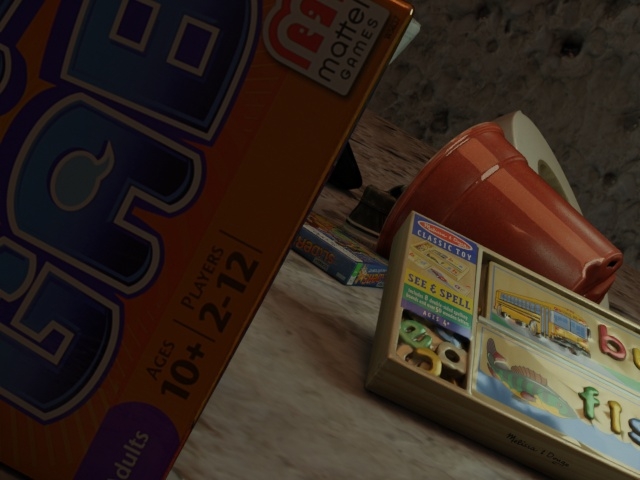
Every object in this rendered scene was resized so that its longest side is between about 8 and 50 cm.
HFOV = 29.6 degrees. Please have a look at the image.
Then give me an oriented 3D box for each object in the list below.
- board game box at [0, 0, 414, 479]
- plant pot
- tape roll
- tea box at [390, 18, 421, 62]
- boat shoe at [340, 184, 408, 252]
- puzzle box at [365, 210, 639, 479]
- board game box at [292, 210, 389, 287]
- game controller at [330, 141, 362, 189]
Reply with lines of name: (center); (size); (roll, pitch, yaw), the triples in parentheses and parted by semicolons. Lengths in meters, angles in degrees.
board game box: (-0.172, -0.089, 0.857); (0.357, 0.356, 0.356); (28, 12, -2)
plant pot: (0.267, 0.017, 1.733); (0.265, 0.272, 0.272); (42, 16, 22)
tape roll: (0.379, -0.029, 2.042); (0.392, 0.072, 0.392); (50, 28, -38)
tea box: (-0.081, -0.331, 1.857); (0.329, 0.323, 0.220); (47, 12, 6)
boat shoe: (0.144, -0.029, 1.940); (0.121, 0.119, 0.335); (32, 12, 19)
puzzle box: (0.254, 0.144, 1.335); (0.409, 0.052, 0.272); (26, 35, -8)
board game box: (0.000, 0.000, 1.690); (0.201, 0.035, 0.136); (34, 13, 29)
game controller: (-0.028, -0.212, 2.365); (0.319, 0.067, 0.166); (40, -12, 46)
